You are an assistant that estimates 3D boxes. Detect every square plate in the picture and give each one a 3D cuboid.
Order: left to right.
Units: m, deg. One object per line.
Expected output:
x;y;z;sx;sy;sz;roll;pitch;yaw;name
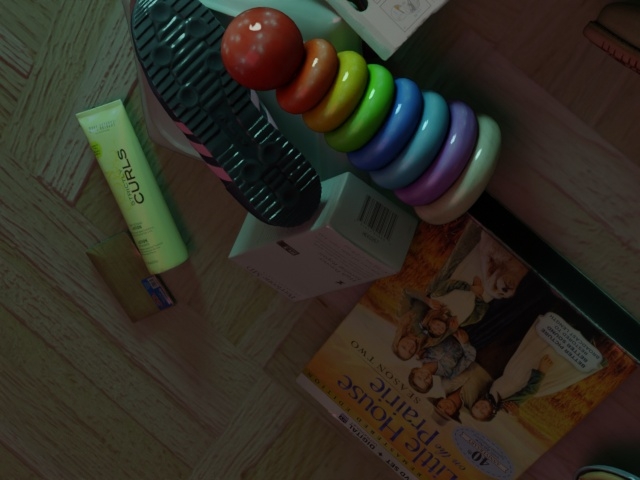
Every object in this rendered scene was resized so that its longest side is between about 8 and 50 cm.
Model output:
-0.101;-0.186;1.902;0.344;0.049;0.347;21;142;23;square plate

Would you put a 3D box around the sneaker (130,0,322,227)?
-0.126;-0.150;1.836;0.319;0.112;0.131;58;167;-13;sneaker

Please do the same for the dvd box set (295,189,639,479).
0.178;0.151;1.974;0.307;0.062;0.420;42;134;5;dvd box set

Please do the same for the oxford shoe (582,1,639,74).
0.451;-0.183;1.542;0.397;0.140;0.146;22;99;27;oxford shoe

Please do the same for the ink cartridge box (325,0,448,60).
0.089;-0.339;1.681;0.189;0.066;0.232;46;124;-1;ink cartridge box

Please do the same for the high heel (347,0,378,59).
0.003;-0.311;1.766;0.117;0.082;0.244;17;132;35;high heel

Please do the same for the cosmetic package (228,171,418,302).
0.000;0.000;1.927;0.117;0.085;0.231;34;151;-22;cosmetic package

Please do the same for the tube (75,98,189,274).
-0.253;-0.071;2.132;0.070;0.062;0.240;-22;103;0;tube

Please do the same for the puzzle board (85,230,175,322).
-0.271;0.052;2.257;0.096;0.011;0.128;-23;105;41;puzzle board

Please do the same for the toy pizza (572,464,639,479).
0.390;0.351;1.930;0.201;0.032;0.201;33;156;17;toy pizza

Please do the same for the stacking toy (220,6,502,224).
0.035;-0.152;1.734;0.330;0.141;0.141;30;138;-21;stacking toy
